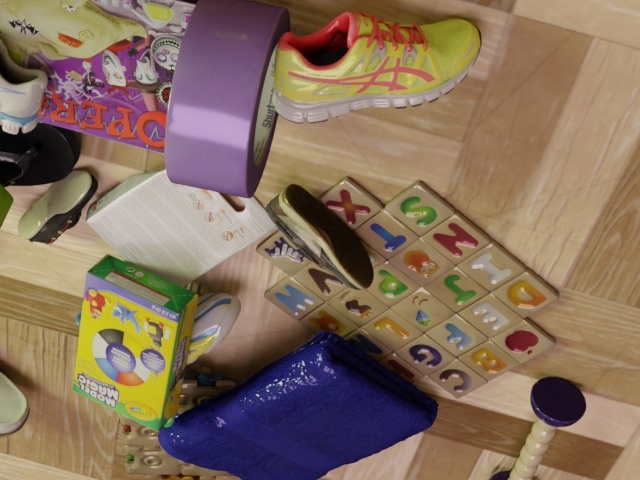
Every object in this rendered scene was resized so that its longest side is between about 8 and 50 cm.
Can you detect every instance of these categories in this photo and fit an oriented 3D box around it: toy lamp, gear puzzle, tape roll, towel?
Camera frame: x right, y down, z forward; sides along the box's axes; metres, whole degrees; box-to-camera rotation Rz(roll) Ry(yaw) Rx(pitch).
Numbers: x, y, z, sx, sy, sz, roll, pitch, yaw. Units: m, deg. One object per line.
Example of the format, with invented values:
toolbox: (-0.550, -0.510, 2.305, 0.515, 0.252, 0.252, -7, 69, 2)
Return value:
toy lamp: (0.272, 0.290, 1.562, 0.080, 0.080, 0.274, 15, 136, 1)
gear puzzle: (-0.194, 0.280, 1.704, 0.176, 0.044, 0.339, 2, 139, -3)
tape roll: (-0.088, -0.140, 1.165, 0.080, 0.189, 0.189, 12, 135, 3)
towel: (-0.030, 0.230, 1.563, 0.308, 0.076, 0.228, -30, 134, 32)

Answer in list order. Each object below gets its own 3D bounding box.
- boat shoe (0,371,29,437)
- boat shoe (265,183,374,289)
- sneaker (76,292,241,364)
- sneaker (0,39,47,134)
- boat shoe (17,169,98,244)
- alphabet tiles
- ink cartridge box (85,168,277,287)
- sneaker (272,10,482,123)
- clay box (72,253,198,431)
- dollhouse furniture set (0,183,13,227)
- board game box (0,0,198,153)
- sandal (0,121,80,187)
boat shoe: (-0.532, 0.172, 1.641, 0.302, 0.113, 0.103, 29, 139, -12)
boat shoe: (0.000, 0.000, 1.362, 0.049, 0.056, 0.152, -27, 112, 40)
sneaker: (-0.216, 0.097, 1.498, 0.240, 0.091, 0.126, -24, 122, 34)
sneaker: (-0.367, -0.186, 1.228, 0.191, 0.071, 0.083, 23, 129, -19)
boat shoe: (-0.305, -0.040, 1.427, 0.133, 0.049, 0.042, -36, 144, 31)
alphabet tiles: (0.103, 0.067, 1.438, 0.342, 0.011, 0.285, 37, 131, -20)
ink cartridge box: (-0.162, -0.029, 1.411, 0.179, 0.045, 0.145, -33, 119, 16)
sneaker: (0.052, -0.177, 1.129, 0.209, 0.081, 0.094, -17, 136, -6)
clay box: (-0.228, 0.137, 1.454, 0.127, 0.053, 0.222, 23, 125, 13)
dollhouse furniture set: (-0.534, -0.028, 1.383, 0.302, 0.151, 0.197, -14, 127, 40)
board game box: (-0.291, -0.214, 1.252, 0.347, 0.056, 0.208, 14, 139, 1)
sandal: (-0.390, -0.089, 1.390, 0.255, 0.054, 0.097, -6, 131, 21)
